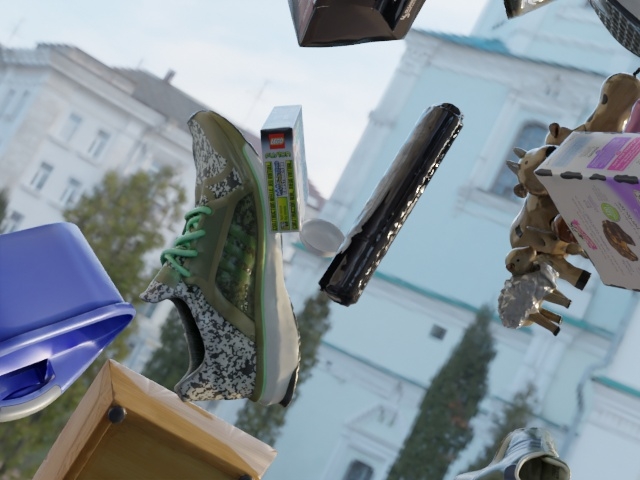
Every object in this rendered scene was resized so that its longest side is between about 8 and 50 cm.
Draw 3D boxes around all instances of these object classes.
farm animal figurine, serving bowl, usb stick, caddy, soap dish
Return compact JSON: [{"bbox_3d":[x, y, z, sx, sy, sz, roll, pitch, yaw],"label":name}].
[{"bbox_3d":[0.344,-0.075,1.447,0.172,0.330,0.327,29,-46,15],"label":"farm animal figurine"},{"bbox_3d":[0.000,0.000,1.755,0.083,0.083,0.027,27,-52,-1],"label":"serving bowl"},{"bbox_3d":[0.085,-0.045,1.256,0.045,0.278,0.077,34,-9,-18],"label":"usb stick"},{"bbox_3d":[-0.369,0.118,1.178,0.341,0.241,0.179,-19,75,-55],"label":"caddy"},{"bbox_3d":[-0.239,0.340,1.493,0.290,0.229,0.118,32,7,-14],"label":"soap dish"}]

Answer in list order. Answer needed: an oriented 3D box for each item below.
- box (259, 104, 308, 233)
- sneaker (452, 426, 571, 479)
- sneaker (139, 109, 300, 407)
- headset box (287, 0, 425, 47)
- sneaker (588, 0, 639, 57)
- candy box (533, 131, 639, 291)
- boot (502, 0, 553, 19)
[{"bbox_3d":[-0.039,-0.087,1.186,0.036,0.114,0.207,-4,14,3],"label":"box"},{"bbox_3d":[0.205,0.226,0.998,0.086,0.064,0.192,-14,0,37],"label":"sneaker"},{"bbox_3d":[-0.148,0.028,1.353,0.182,0.410,0.158,-8,-9,-23],"label":"sneaker"},{"bbox_3d":[0.028,-0.319,0.872,0.110,0.293,0.218,-7,-20,-17],"label":"headset box"},{"bbox_3d":[0.325,-0.226,0.881,0.086,0.163,0.226,44,10,-47],"label":"sneaker"},{"bbox_3d":[0.327,-0.022,1.010,0.165,0.070,0.196,52,-18,-23],"label":"candy box"},{"bbox_3d":[0.381,-0.415,1.632,0.161,0.246,0.083,-5,-71,29],"label":"boot"}]
